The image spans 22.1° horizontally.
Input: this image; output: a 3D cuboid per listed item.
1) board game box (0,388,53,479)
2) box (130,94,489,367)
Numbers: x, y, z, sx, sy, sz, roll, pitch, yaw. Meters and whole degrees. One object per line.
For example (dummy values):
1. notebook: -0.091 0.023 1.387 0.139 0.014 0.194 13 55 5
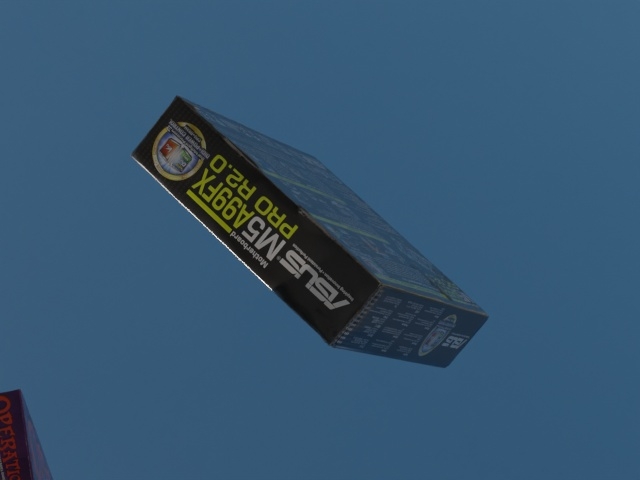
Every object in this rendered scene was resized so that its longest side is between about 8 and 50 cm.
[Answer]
1. board game box: -0.200 0.281 1.211 0.056 0.347 0.208 -15 -121 -8
2. box: 0.000 0.000 1.255 0.216 0.060 0.270 43 -170 20
